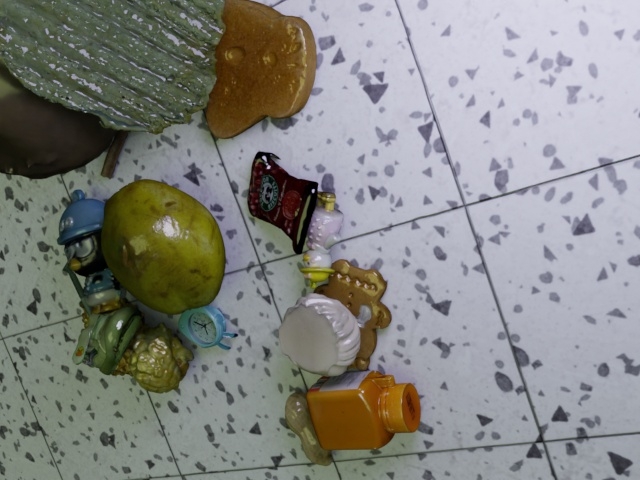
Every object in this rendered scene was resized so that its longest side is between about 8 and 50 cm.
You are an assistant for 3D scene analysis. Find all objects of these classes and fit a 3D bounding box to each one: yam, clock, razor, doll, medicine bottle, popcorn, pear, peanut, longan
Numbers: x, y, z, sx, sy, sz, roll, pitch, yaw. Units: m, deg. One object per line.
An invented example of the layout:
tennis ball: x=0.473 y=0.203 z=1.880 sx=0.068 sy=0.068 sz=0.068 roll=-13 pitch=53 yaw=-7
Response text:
yam: x=-0.499 y=-0.213 z=1.630 sx=0.032 sy=0.032 sz=0.145 roll=38 pitch=117 yaw=13
clock: x=-0.271 y=0.210 z=1.631 sx=0.147 sy=0.045 sz=0.108 roll=36 pitch=119 yaw=13
razor: x=-0.625 y=0.130 z=1.755 sx=0.084 sy=0.035 sz=0.211 roll=-49 pitch=57 yaw=30
doll: x=0.000 y=0.000 z=1.395 sx=0.129 sy=0.081 sz=0.207 roll=24 pitch=109 yaw=55
medicine bottle: x=0.095 y=0.364 z=1.448 sx=0.222 sy=0.112 sz=0.150 roll=-11 pitch=101 yaw=29
doll: x=-0.562 y=0.025 z=1.657 sx=0.177 sy=0.141 sz=0.314 roll=-20 pitch=83 yaw=37
popcorn: x=-0.404 y=0.289 z=1.665 sx=0.142 sy=0.173 sz=0.174 roll=-21 pitch=95 yaw=25
pear: x=-0.349 y=0.014 z=1.500 sx=0.268 sy=0.269 sz=0.322 roll=-14 pitch=109 yaw=30
peanut: x=-0.025 y=0.438 z=1.556 sx=0.082 sy=0.082 sz=0.187 roll=-31 pitch=91 yaw=31
longan: x=-0.625 y=-0.329 z=1.447 sx=0.436 sy=0.404 sz=0.404 roll=-40 pitch=85 yaw=26

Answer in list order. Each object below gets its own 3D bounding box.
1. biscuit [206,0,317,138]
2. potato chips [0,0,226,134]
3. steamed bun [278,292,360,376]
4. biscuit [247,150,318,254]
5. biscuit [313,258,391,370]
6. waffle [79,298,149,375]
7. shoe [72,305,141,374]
biscuit: x=-0.167 y=-0.351 z=1.399 sx=0.343 sy=0.057 sz=0.288 roll=18 pitch=112 yaw=21
potato chips: x=-0.391 y=-0.402 z=1.289 sx=0.429 sy=0.070 sz=0.359 roll=24 pitch=87 yaw=-20
steamed bun: x=0.004 y=0.191 z=1.409 sx=0.182 sy=0.106 sz=0.183 roll=8 pitch=106 yaw=29
biscuit: x=-0.079 y=-0.084 z=1.401 sx=0.235 sy=0.063 sz=0.152 roll=35 pitch=113 yaw=44
biscuit: x=0.061 y=0.166 z=1.452 sx=0.184 sy=0.035 sz=0.249 roll=20 pitch=114 yaw=21
waffle: x=-0.543 y=0.258 z=1.785 sx=0.231 sy=0.051 sz=0.229 roll=6 pitch=105 yaw=25
shoe: x=-0.512 y=0.245 z=1.603 sx=0.128 sy=0.140 sz=0.262 roll=16 pitch=147 yaw=-12
